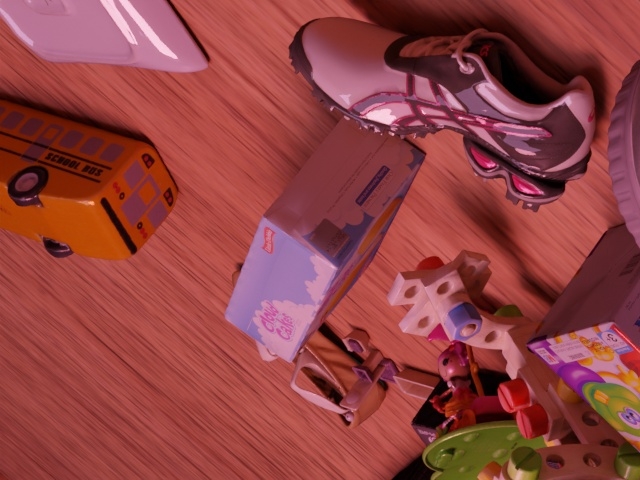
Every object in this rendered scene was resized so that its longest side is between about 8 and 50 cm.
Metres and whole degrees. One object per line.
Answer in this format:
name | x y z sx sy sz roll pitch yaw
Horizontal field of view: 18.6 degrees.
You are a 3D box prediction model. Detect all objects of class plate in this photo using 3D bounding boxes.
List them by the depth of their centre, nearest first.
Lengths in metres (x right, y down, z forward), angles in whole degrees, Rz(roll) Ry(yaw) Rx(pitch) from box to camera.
plate | -0.274 -0.266 1.939 0.278 0.045 0.277 10 144 47

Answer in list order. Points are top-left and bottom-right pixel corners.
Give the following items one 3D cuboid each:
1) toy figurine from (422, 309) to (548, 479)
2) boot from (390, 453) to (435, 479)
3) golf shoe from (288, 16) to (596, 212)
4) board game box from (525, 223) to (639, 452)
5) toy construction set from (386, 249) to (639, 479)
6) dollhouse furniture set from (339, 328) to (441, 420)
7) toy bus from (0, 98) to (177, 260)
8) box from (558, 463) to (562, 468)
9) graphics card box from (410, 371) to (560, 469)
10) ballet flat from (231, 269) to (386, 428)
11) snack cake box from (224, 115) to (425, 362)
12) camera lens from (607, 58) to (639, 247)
toy figurine | 0.150 0.147 1.964 0.130 0.159 0.173 -1 152 -14
boot | 0.193 0.393 2.339 0.284 0.138 0.377 39 159 0
golf shoe | 0.105 -0.137 1.613 0.273 0.105 0.120 25 138 13
board game box | 0.338 0.119 1.658 0.275 0.144 0.142 43 155 -10
toy construction set | 0.191 0.155 1.787 0.151 0.215 0.328 108 141 -59
dollhouse furniture set | 0.072 0.165 2.175 0.114 0.081 0.091 14 146 42
toy bus | -0.333 -0.076 2.244 0.332 0.130 0.108 18 150 37
box | 0.357 0.295 1.908 0.257 0.128 0.122 52 -167 -27
graphics card box | 0.280 0.300 2.116 0.233 0.094 0.371 8 143 49
ballet flat | -0.025 0.128 2.252 0.232 0.073 0.080 40 155 -5
snack cake box | 0.000 0.000 1.900 0.089 0.152 0.264 35 156 5
camera lens | 0.338 -0.074 1.229 0.219 0.219 0.274 43 155 -12
